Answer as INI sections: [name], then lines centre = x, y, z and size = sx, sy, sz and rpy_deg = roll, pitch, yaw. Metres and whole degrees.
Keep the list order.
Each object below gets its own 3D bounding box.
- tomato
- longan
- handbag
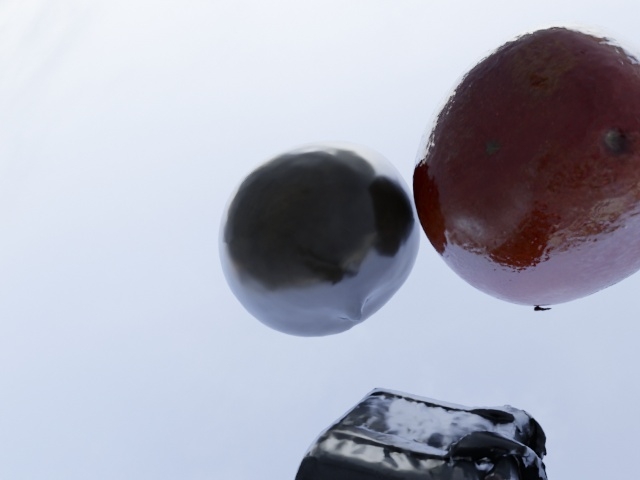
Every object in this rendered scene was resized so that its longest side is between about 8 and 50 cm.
[tomato]
centre = 0.225, -0.086, 0.624
size = 0.339, 0.144, 0.337
rpy_deg = -2, -92, 42
[longan]
centre = -0.001, -0.004, 0.800
size = 0.298, 0.297, 0.297
rpy_deg = -19, -128, 26
[handbag]
centre = 0.095, 0.232, 0.484
size = 0.182, 0.254, 0.181
rpy_deg = 5, -91, 22
